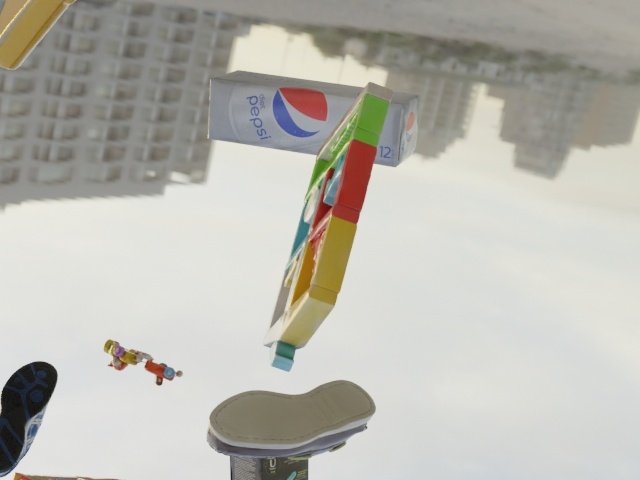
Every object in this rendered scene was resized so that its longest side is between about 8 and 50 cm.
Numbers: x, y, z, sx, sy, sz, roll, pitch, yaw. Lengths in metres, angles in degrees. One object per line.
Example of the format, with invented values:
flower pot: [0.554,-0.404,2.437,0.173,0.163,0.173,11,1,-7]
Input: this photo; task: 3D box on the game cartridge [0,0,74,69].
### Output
game cartridge: [-0.301,-0.395,1.461,0.053,0.285,0.324,27,148,-27]

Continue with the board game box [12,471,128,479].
board game box: [-0.460,0.726,2.516,0.356,0.356,0.356,10,174,36]

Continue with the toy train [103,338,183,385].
toy train: [-0.319,0.219,2.043,0.125,0.046,0.166,26,173,-24]

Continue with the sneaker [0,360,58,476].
sneaker: [-0.500,0.293,1.929,0.080,0.211,0.081,24,148,-1]

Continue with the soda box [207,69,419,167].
soda box: [-0.011,-0.174,1.648,0.286,0.091,0.098,10,-161,18]

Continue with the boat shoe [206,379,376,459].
boat shoe: [-0.053,0.296,1.837,0.324,0.097,0.116,-5,-134,-45]

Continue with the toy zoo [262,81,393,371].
toy zoo: [0.000,0.000,1.230,0.030,0.293,0.192,20,156,-10]

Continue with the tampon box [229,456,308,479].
tampon box: [-0.098,0.463,2.236,0.120,0.161,0.101,-7,-170,-42]
